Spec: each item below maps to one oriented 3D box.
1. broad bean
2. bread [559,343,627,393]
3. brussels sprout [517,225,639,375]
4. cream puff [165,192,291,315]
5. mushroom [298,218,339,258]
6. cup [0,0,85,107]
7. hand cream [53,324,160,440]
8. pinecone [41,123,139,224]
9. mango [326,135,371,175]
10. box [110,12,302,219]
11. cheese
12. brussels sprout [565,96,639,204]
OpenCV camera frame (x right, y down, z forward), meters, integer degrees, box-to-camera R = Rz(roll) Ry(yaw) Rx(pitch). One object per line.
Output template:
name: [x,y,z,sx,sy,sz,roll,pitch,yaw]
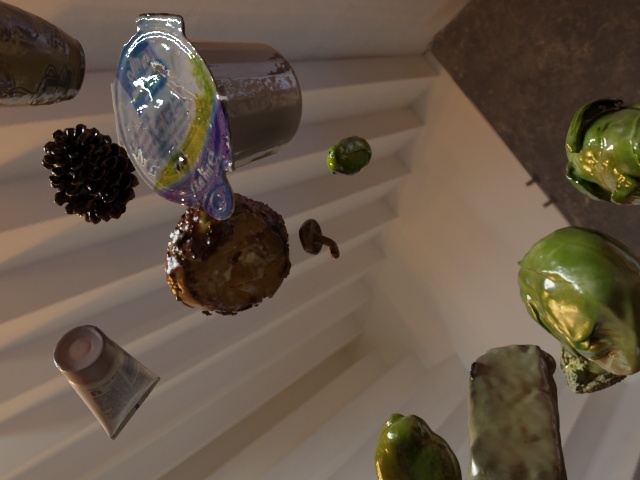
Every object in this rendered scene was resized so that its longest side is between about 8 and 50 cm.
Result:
broad bean: [0.249,0.593,1.603,0.238,0.290,0.119,-11,1,31]
bread: [0.693,0.223,1.484,0.192,0.314,0.171,15,-8,-26]
brussels sprout: [0.558,0.113,1.268,0.247,0.328,0.328,-36,-9,11]
cream puff: [-0.246,0.022,1.585,0.351,0.229,0.350,-22,-50,-29]
mushroom: [-0.009,0.006,1.546,0.073,0.129,0.088,-41,-25,1]
cup: [-0.673,-0.381,1.318,0.301,0.227,0.257,10,5,40]
hand cream: [-0.345,0.230,1.024,0.133,0.083,0.247,-51,-28,-28]
pinecone: [-0.632,-0.186,1.663,0.246,0.246,0.292,-33,-25,-8]
mango: [0.055,-0.185,1.339,0.165,0.074,0.091,-10,-62,-62]
box: [-0.138,-0.185,0.918,0.206,0.291,0.262,-26,-17,-45]
cheese: [0.253,0.283,0.776,0.115,0.317,0.326,-4,-19,17]
brussels sprout: [0.699,-0.195,1.402,0.227,0.294,0.259,-52,24,-6]
